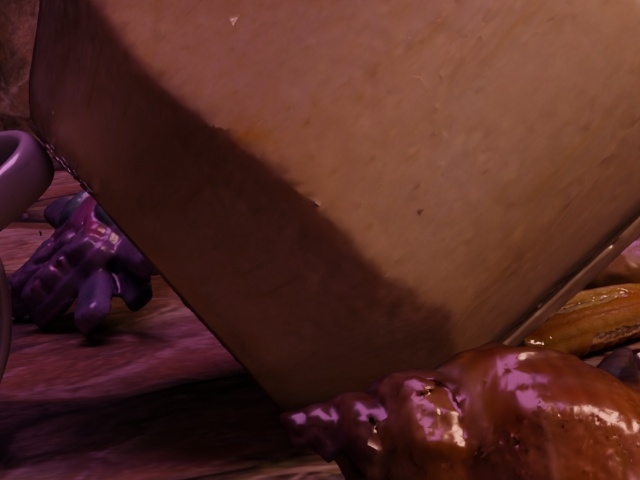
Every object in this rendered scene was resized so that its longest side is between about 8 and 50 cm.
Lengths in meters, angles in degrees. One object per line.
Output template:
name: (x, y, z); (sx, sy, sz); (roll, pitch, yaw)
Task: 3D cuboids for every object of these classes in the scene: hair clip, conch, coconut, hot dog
hair clip: (-0.144, 0.003, 1.134); (0.137, 0.090, 0.278); (-40, 4, 1)
conch: (0.100, 0.073, 0.500); (0.232, 0.086, 0.080); (7, -40, -31)
coconut: (0.033, -0.083, 0.800); (0.323, 0.323, 0.323); (-3, 7, 0)
hot dog: (0.137, 0.043, 0.904); (0.044, 0.028, 0.137); (34, 32, 34)

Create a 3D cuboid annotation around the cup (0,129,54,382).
cup: (-0.211, 0.012, 0.751); (0.134, 0.173, 0.142); (25, -9, -28)

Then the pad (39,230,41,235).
pad: (-0.227, -0.100, 1.049); (0.063, 0.315, 0.375); (-18, 11, -6)

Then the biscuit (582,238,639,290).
biscuit: (0.216, -0.015, 1.143); (0.329, 0.078, 0.335); (0, 10, -11)
